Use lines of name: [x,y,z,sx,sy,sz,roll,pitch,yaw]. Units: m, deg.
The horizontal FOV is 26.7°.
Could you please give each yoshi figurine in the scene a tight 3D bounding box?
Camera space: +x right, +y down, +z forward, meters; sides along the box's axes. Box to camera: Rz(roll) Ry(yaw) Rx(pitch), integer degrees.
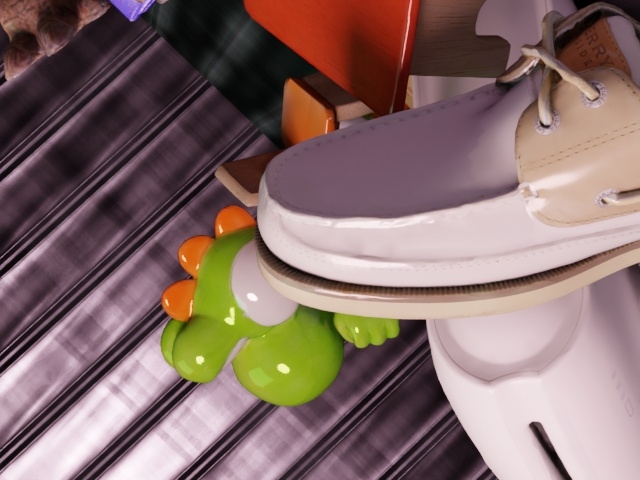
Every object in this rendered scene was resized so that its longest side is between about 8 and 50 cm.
yoshi figurine: [0.011,0.013,1.290,0.203,0.362,0.203,42,175,10]

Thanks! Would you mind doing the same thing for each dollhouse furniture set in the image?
dollhouse furniture set: [-0.024,-0.148,0.688,0.259,0.135,0.262,43,135,47]

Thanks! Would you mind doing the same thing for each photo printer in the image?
photo printer: [0.140,0.015,0.822,0.256,0.107,0.308,51,-148,-51]

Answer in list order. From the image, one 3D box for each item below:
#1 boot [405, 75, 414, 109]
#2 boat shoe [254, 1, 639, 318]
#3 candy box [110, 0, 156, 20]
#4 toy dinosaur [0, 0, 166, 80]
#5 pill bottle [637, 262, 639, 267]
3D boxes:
boot: [0.058,-0.175,0.942,0.269,0.089,0.236,47,-179,-35]
boat shoe: [0.116,-0.047,0.563,0.113,0.302,0.103,-100,1,-48]
candy box: [-0.102,-0.276,0.459,0.317,0.122,0.268,43,144,-8]
toy dinosaur: [-0.081,-0.167,0.356,0.295,0.127,0.200,-13,120,48]
pill bottle: [0.276,0.050,0.805,0.229,0.131,0.131,48,174,-37]
